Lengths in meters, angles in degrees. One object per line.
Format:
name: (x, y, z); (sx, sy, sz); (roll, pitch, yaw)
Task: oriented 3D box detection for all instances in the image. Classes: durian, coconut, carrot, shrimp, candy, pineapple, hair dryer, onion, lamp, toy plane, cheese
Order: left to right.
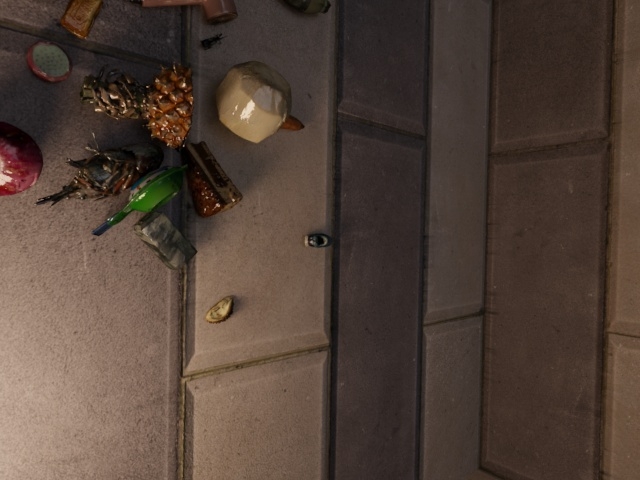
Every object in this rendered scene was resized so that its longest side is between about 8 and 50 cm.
onion: (-0.766, -0.195, 1.025); (0.177, 0.153, 0.177); (-16, 117, -33)
candy: (-0.711, -0.469, 1.130); (0.103, 0.043, 0.103); (1, 88, -41)
shrimp: (-0.606, -0.202, 1.184); (0.172, 0.137, 0.372); (47, 39, 11)
pineapple: (-0.517, -0.397, 1.203); (0.272, 0.263, 0.262); (4, 88, -31)
cheese: (-0.511, -0.118, 1.232); (0.320, 0.204, 0.083); (-40, 98, -14)
hair dryer: (-0.438, -0.777, 1.334); (0.345, 0.107, 0.189); (-23, 106, -32)
toy plane: (-0.359, -0.664, 1.433); (0.120, 0.049, 0.031); (-53, 125, -48)
durian: (-0.342, 0.249, 1.493); (0.066, 0.052, 0.130); (42, 53, 9)
coconut: (-0.229, -0.446, 1.431); (0.245, 0.247, 0.244); (28, 35, -22)
carrot: (-0.133, -0.453, 1.635); (0.205, 0.072, 0.072); (3, 89, -50)
lamp: (-0.067, -0.932, 1.648); (0.250, 0.101, 0.101); (1, 91, -38)

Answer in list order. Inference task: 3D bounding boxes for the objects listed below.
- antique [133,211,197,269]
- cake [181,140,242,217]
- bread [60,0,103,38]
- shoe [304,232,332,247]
antique: (-0.479, -0.003, 1.320); (0.086, 0.088, 0.183); (-51, 122, -29)
cake: (-0.386, -0.191, 1.429); (0.246, 0.135, 0.112); (54, 40, 6)
bread: (-0.650, -0.624, 1.173); (0.074, 0.053, 0.132); (24, 76, -35)
shoe: (0.000, 0.000, 1.756); (0.143, 0.071, 0.063); (2, 91, -46)
